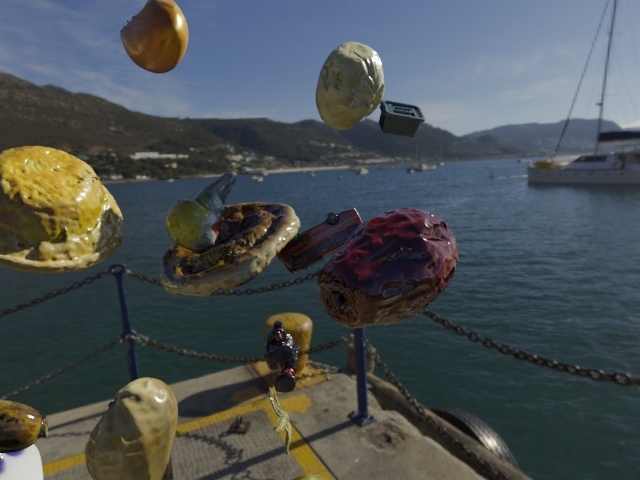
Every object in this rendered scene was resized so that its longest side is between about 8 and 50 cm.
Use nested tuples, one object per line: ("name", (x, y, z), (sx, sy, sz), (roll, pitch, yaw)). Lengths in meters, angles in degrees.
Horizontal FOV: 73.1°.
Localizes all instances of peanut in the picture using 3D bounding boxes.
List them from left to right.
("peanut", (-0.234, 0.289, 0.534), (0.103, 0.230, 0.098), (3, -8, 4))

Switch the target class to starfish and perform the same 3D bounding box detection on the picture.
("starfish", (-0.129, 0.591, 1.433), (0.050, 0.224, 0.217), (-12, -18, -5))

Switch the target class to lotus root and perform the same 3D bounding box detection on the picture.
("lotus root", (-0.743, 0.429, 0.998), (0.209, 0.120, 0.120), (18, 2, -20))

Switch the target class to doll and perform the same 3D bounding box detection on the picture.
("doll", (-0.087, 0.248, 0.948), (0.088, 0.127, 0.248), (19, 1, -6))

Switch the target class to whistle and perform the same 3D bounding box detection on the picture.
("whistle", (-0.252, -0.061, 0.958), (0.122, 0.123, 0.223), (8, 55, 50))

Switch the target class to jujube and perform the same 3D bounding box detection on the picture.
("jujube", (0.124, 0.044, 0.764), (0.290, 0.198, 0.197), (-26, 22, -39))

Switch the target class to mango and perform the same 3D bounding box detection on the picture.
("mango", (-0.403, -0.510, 1.081), (0.137, 0.187, 0.257), (24, 15, -41))

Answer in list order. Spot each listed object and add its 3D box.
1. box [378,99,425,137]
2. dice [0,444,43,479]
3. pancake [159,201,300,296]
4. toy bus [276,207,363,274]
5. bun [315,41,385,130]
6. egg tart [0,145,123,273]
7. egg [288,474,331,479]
("box", (0.180, -0.276, 0.985), (0.099, 0.054, 0.074), (7, 44, -11))
("dice", (-0.884, 0.636, 1.080), (0.251, 0.243, 0.259), (51, 9, 36))
("pancake", (-0.216, 0.006, 1.001), (0.355, 0.065, 0.356), (-16, 31, 10))
("toy bus", (0.000, 0.000, 1.097), (0.234, 0.097, 0.073), (-29, -11, 3))
("bun", (0.085, -0.383, 1.109), (0.134, 0.221, 0.220), (28, 22, 23))
("egg tart", (-0.516, -0.079, 0.799), (0.318, 0.128, 0.319), (25, 30, -15))
("egg", (-0.027, 0.732, 1.106), (0.237, 0.238, 0.290), (-8, -34, -25))
